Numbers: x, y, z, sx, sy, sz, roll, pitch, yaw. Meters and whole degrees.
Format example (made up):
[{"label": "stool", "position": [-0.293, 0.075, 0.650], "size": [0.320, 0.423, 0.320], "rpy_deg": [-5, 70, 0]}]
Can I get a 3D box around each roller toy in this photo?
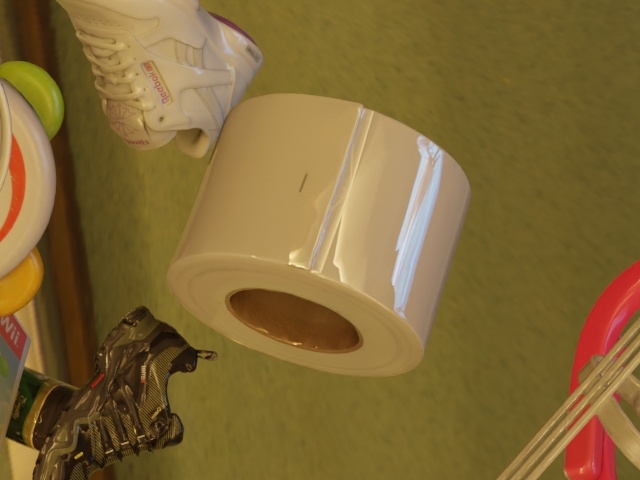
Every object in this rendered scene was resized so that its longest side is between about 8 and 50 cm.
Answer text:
[{"label": "roller toy", "position": [-0.312, -0.050, 1.495], "size": [0.191, 0.146, 0.209], "rpy_deg": [8, 95, -11]}]

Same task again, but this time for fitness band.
[{"label": "fitness band", "position": [0.304, 0.124, 1.465], "size": [0.209, 0.291, 0.054], "rpy_deg": [-10, 139, 27]}]

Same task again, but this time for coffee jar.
[{"label": "coffee jar", "position": [-0.324, 0.174, 1.970], "size": [0.184, 0.096, 0.079], "rpy_deg": [18, 85, 25]}]

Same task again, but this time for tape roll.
[{"label": "tape roll", "position": [0.000, 0.000, 1.680], "size": [0.246, 0.246, 0.169], "rpy_deg": [23, 68, -9]}]

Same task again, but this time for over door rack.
[{"label": "over door rack", "position": [0.193, 0.160, 0.919], "size": [0.108, 0.324, 0.239], "rpy_deg": [30, 111, -19]}]

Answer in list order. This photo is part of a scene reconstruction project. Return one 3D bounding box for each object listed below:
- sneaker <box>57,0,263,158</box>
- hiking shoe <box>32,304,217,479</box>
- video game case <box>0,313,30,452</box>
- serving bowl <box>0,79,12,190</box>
[{"label": "sneaker", "position": [-0.161, -0.168, 1.701], "size": [0.114, 0.305, 0.152], "rpy_deg": [20, 84, 35]}, {"label": "hiking shoe", "position": [-0.190, 0.180, 1.747], "size": [0.114, 0.086, 0.227], "rpy_deg": [30, 84, -2]}, {"label": "video game case", "position": [-0.343, 0.119, 1.668], "size": [0.025, 0.285, 0.204], "rpy_deg": [-15, 127, 16]}, {"label": "serving bowl", "position": [-0.130, -0.033, 0.532], "size": [0.083, 0.027, 0.083], "rpy_deg": [-1, 104, -2]}]
